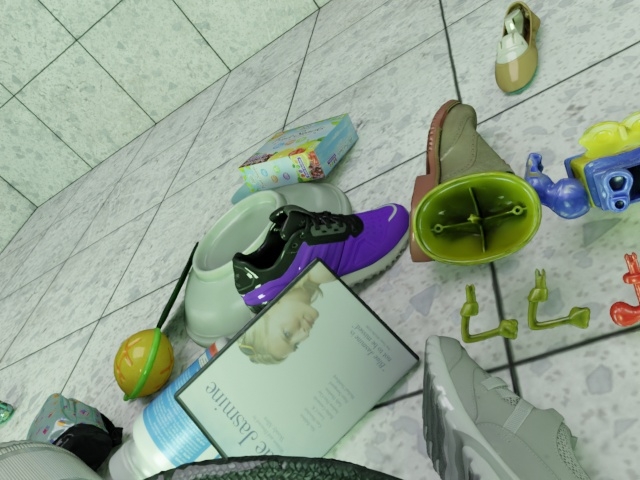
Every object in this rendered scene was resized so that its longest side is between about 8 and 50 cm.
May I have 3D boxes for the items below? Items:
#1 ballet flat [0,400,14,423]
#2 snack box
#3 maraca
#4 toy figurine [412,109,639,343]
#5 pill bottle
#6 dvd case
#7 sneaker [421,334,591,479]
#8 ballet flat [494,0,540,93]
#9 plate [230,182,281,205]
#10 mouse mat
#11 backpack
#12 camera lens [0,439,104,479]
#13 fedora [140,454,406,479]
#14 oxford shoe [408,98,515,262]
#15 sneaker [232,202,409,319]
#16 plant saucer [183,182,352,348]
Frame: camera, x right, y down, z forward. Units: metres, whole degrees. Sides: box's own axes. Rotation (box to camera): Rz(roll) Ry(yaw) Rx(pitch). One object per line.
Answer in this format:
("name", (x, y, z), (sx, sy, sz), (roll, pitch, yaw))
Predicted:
("ballet flat", (-0.819, 0.431, 1.339), (0.188, 0.070, 0.070), (-32, 30, 16))
("snack box", (-0.047, -0.189, 1.204), (0.207, 0.070, 0.174), (-5, 32, 36))
("maraca", (-0.320, 0.224, 0.998), (0.186, 0.099, 0.127), (-42, 29, 52))
("toy figurine", (0.306, -0.035, 0.599), (0.362, 0.191, 0.217), (-19, 5, 25))
("pill bottle", (-0.171, 0.248, 0.754), (0.221, 0.124, 0.124), (-43, 29, -5))
("dvd case", (-0.032, 0.167, 0.680), (0.253, 0.180, 0.022), (-44, -15, -4))
("sneaker", (0.166, 0.184, 0.503), (0.115, 0.105, 0.281), (-6, 26, -6))
("ballet flat", (0.346, -0.353, 1.003), (0.080, 0.073, 0.232), (-17, 37, 37))
("plate", (-0.122, -0.127, 1.283), (0.188, 0.024, 0.188), (-26, 25, 13))
("mouse mat", (-0.288, 0.104, 1.110), (0.152, 0.007, 0.189), (128, 165, -62))
("backpack", (-0.428, 0.339, 0.948), (0.152, 0.115, 0.182), (-50, 27, -10))
("camera lens", (-0.367, 0.386, 0.702), (0.274, 0.219, 0.219), (-1, 48, 49))
("fedora", (-0.016, 0.269, 0.419), (0.334, 0.334, 0.152), (-36, 4, 10))
("oxford shoe", (0.214, -0.091, 0.803), (0.130, 0.123, 0.348), (4, 45, 18))
("sneaker", (0.000, 0.000, 0.829), (0.293, 0.146, 0.102), (-31, 27, -10))
("plant saucer", (-0.130, 0.012, 1.051), (0.400, 0.100, 0.400), (-29, 31, 20))
